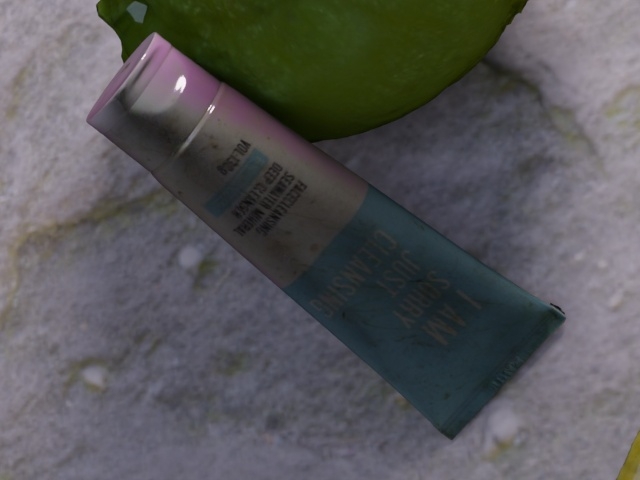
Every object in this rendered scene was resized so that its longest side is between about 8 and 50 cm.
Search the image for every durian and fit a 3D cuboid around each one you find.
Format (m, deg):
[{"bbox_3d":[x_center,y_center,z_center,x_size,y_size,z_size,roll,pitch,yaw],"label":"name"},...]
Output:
[{"bbox_3d":[0.005,-0.183,1.035,0.256,0.204,0.340,30,138,-3],"label":"durian"}]

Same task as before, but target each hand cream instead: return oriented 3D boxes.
[{"bbox_3d":[0.000,0.000,1.026,0.312,0.070,0.111,37,103,-13],"label":"hand cream"}]

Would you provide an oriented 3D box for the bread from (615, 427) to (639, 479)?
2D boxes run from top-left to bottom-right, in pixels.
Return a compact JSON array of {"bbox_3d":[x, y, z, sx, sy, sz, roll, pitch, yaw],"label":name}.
[{"bbox_3d":[0.316,0.223,0.936,0.361,0.077,0.138,27,94,23],"label":"bread"}]
